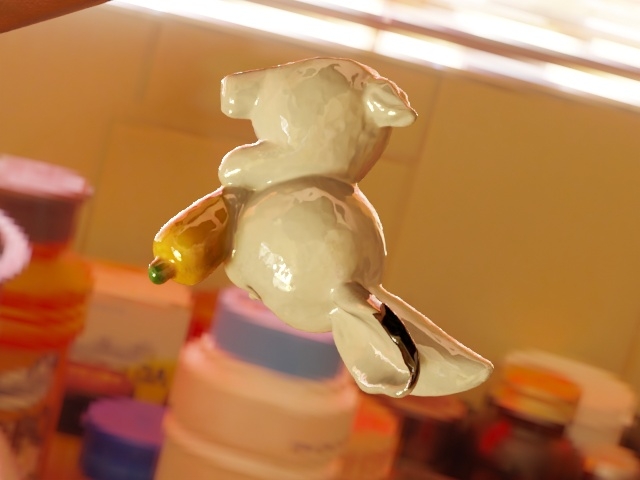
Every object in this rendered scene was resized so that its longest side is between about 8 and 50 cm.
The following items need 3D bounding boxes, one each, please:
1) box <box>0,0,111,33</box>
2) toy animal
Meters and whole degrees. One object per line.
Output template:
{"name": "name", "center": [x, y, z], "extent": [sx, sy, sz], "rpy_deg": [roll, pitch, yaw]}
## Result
{"name": "box", "center": [-0.001, -0.180, 0.784], "extent": [0.404, 0.108, 0.263], "rpy_deg": [-25, 13, -33]}
{"name": "toy animal", "center": [0.000, 0.000, 0.974], "extent": [0.127, 0.182, 0.131], "rpy_deg": [-20, -26, 41]}
